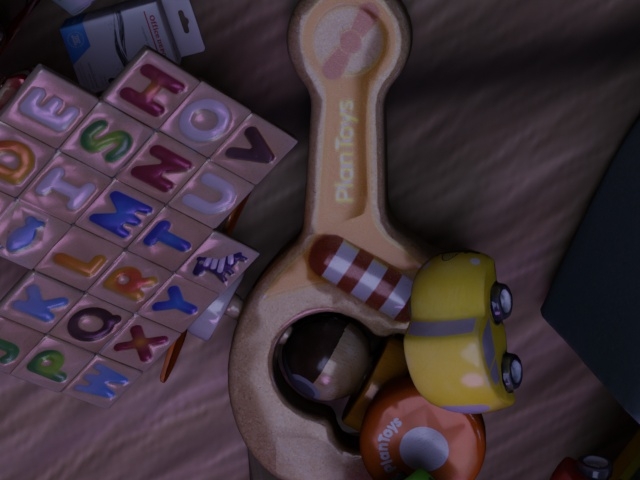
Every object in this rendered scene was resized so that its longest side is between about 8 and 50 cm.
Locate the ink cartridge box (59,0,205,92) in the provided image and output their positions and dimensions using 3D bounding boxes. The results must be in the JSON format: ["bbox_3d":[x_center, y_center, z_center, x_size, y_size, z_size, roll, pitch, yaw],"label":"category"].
[{"bbox_3d":[-0.122,-0.131,0.843,0.083,0.028,0.048,-16,113,5],"label":"ink cartridge box"}]

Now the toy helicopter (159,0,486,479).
[{"bbox_3d":[0.000,0.000,0.871,0.234,0.140,0.355,2,103,7],"label":"toy helicopter"}]

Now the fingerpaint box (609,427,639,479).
[{"bbox_3d":[0.231,0.388,0.802,0.163,0.445,0.371,16,131,-8],"label":"fingerpaint box"}]

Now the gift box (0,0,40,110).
[{"bbox_3d":[-0.318,-0.110,0.736,0.258,0.276,0.255,43,93,-14],"label":"gift box"}]

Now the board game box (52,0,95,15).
[{"bbox_3d":[-0.187,-0.298,0.662,0.303,0.097,0.224,35,75,-20],"label":"board game box"}]

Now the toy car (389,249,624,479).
[{"bbox_3d":[0.080,0.154,0.769,0.225,0.053,0.239,-44,77,29],"label":"toy car"}]

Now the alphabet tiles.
[{"bbox_3d":[-0.131,-0.003,0.759,0.198,0.009,0.237,29,115,-39],"label":"alphabet tiles"}]

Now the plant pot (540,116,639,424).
[{"bbox_3d":[0.315,-0.008,0.801,0.247,0.248,0.252,15,101,-8],"label":"plant pot"}]

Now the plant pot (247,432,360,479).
[{"bbox_3d":[0.000,0.217,0.961,0.109,0.096,0.109,-2,114,0],"label":"plant pot"}]
